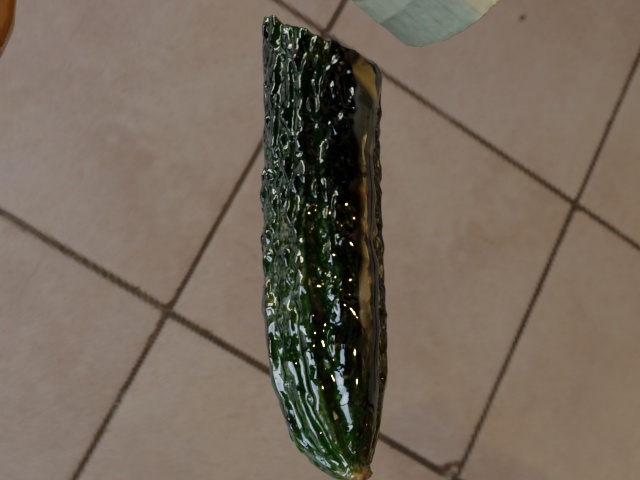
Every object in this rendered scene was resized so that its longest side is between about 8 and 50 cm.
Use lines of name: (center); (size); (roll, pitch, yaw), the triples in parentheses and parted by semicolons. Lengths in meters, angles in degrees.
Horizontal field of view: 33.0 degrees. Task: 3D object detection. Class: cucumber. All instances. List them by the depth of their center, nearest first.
cucumber: (0.000, 0.000, 0.604); (0.077, 0.077, 0.265); (8, 72, -21)

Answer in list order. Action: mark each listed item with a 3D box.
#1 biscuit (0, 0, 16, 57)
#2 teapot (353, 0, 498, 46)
biscuit: (-0.239, -0.159, 0.370); (0.312, 0.057, 0.351); (21, 106, 9)
teapot: (-0.003, -0.163, 0.400); (0.200, 0.107, 0.077); (34, 73, -24)
